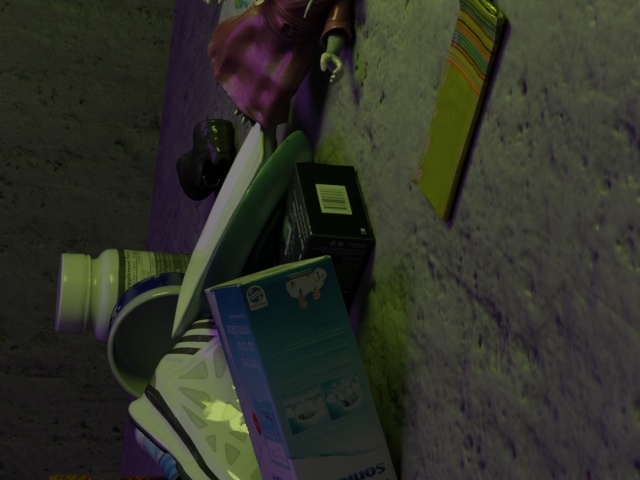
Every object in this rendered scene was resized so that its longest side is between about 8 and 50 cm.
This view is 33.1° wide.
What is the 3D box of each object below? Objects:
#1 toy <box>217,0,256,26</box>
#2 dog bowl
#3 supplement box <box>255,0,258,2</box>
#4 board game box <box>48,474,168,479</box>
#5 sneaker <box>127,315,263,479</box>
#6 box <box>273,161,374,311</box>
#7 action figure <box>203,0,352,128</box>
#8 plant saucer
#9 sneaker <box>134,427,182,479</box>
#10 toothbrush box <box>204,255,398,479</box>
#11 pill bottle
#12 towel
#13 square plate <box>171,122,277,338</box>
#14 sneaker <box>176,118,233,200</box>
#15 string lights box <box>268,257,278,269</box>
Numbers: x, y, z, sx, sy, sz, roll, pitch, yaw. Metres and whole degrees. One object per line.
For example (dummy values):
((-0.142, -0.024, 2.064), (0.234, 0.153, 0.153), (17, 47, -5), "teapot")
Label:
((-0.152, -0.465, 2.247), (0.237, 0.056, 0.137), (-122, 43, -57), "toy")
((-0.302, 0.203, 2.202), (0.104, 0.264, 0.265), (-117, 34, -65), "dog bowl")
((-0.098, -0.472, 2.077), (0.055, 0.043, 0.083), (-122, 39, -62), "supplement box")
((-0.350, 0.656, 2.083), (0.356, 0.356, 0.356), (162, 111, -73), "board game box")
((-0.099, 0.247, 1.586), (0.447, 0.169, 0.258), (30, 92, 43), "sneaker")
((0.000, 0.000, 1.516), (0.156, 0.093, 0.158), (-103, 22, -46), "box")
((-0.028, -0.343, 1.667), (0.275, 0.248, 0.370), (-43, -2, -42), "action figure")
((-0.087, -0.019, 1.652), (0.318, 0.043, 0.317), (-60, -7, -13), "plant saucer")
((-0.211, 0.345, 2.095), (0.319, 0.127, 0.208), (-53, 50, 14), "sneaker")
((-0.029, 0.180, 1.348), (0.216, 0.126, 0.296), (169, 83, -73), "toothbrush box")
((-0.386, 0.124, 2.342), (0.204, 0.361, 0.204), (-176, 90, -74), "pill bottle")
((0.147, -0.147, 1.171), (0.102, 0.021, 0.237), (-111, 30, -58), "towel")
((-0.151, -0.041, 1.828), (0.347, 0.049, 0.344), (-91, 26, -67), "square plate")
((-0.266, -0.158, 2.481), (0.286, 0.109, 0.130), (117, 146, -58), "sneaker")
((-0.093, 0.148, 1.826), (0.133, 0.076, 0.260), (124, 147, -59), "string lights box")
